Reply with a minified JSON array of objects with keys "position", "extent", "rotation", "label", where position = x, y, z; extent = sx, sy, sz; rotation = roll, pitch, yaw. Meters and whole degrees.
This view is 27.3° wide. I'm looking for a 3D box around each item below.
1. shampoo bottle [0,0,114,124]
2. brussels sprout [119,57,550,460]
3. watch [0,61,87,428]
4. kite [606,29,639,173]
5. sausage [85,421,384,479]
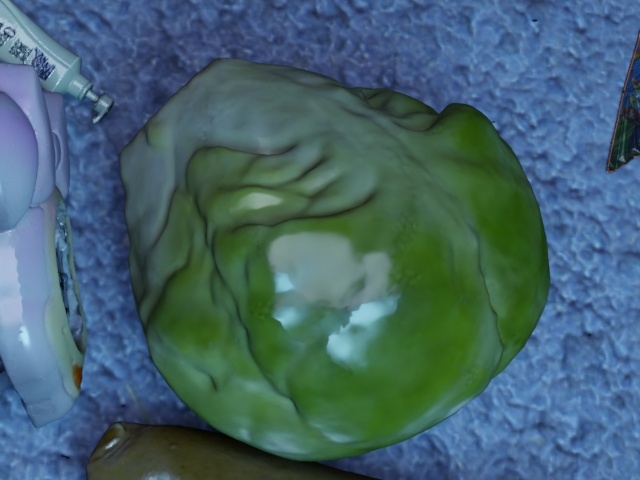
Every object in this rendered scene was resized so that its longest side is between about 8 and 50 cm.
[{"position":[-0.219,-0.143,1.021],"extent":[0.141,0.034,0.049],"rotation":[36,67,-2],"label":"shampoo bottle"},{"position":[0.001,0.013,0.915],"extent":[0.317,0.242,0.273],"rotation":[21,67,-4],"label":"brussels sprout"},{"position":[-0.279,0.014,0.898],"extent":[0.218,0.211,0.248],"rotation":[-7,86,-4],"label":"watch"},{"position":[0.312,-0.113,1.128],"extent":[0.190,0.010,0.159],"rotation":[-25,82,-15],"label":"kite"},{"position":[0.076,0.234,0.936],"extent":[0.501,0.123,0.136],"rotation":[12,64,-7],"label":"sausage"}]
